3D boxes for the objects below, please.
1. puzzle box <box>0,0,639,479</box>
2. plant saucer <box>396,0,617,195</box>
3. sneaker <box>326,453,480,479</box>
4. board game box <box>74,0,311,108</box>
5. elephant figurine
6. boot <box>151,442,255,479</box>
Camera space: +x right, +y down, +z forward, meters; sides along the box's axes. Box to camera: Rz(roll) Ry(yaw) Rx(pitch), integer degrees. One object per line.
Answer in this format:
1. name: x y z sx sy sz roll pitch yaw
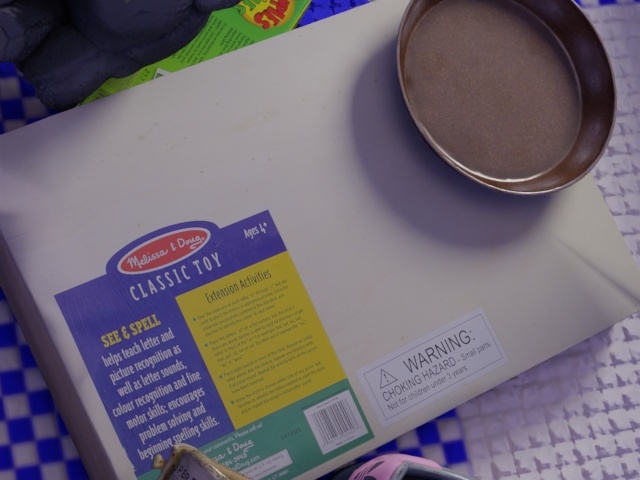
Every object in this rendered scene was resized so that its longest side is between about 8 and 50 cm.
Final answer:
1. puzzle box: 0.000 0.000 1.038 0.408 0.052 0.272 -23 85 -27
2. plant saucer: 0.122 -0.107 1.078 0.168 0.029 0.169 7 72 -23
3. sneaker: 0.142 0.225 0.981 0.319 0.131 0.112 22 65 -7
4. board game box: -0.087 -0.122 1.097 0.092 0.043 0.181 32 64 -3
5. elephant figurine: -0.140 -0.207 1.020 0.186 0.169 0.239 35 29 -17
6. boot: -0.120 0.198 0.837 0.262 0.095 0.203 26 95 -45
